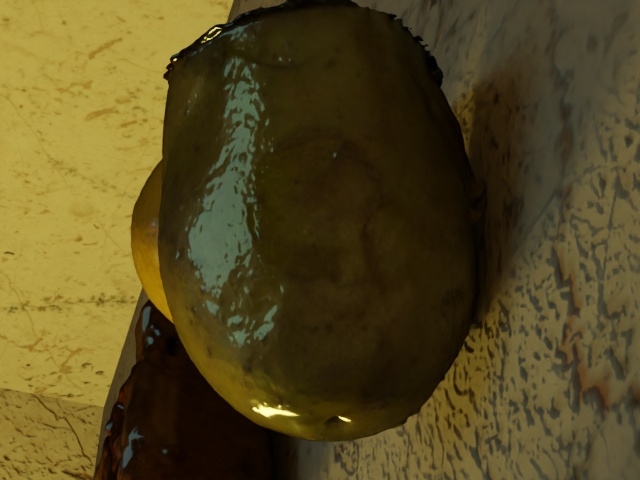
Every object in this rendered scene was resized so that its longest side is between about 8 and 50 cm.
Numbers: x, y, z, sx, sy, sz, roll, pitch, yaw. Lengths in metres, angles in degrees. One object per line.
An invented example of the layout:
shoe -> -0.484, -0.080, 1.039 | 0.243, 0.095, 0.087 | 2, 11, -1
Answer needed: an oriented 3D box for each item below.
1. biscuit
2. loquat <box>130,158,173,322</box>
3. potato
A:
biscuit -> -0.156, 0.302, 1.240 | 0.343, 0.166, 0.395 | -99, 24, -55
loquat -> -0.055, -0.002, 1.024 | 0.208, 0.208, 0.208 | -167, 90, -77
potato -> 0.000, 0.000, 0.798 | 0.229, 0.229, 0.266 | 131, 139, -64
